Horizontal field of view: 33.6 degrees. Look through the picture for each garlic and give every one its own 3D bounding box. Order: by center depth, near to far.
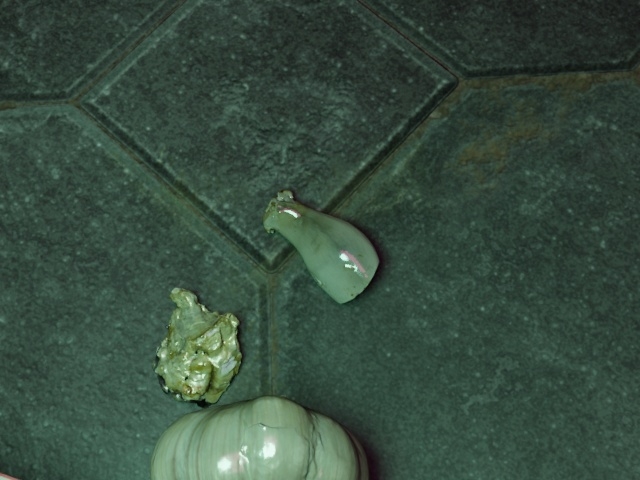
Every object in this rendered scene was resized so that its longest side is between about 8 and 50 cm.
[{"bbox_3d":[-0.083,0.334,1.517,0.322,0.322,0.241,-26,76,-6],"label":"garlic"}]

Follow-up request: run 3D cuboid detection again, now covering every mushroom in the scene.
[{"bbox_3d":[0.000,0.000,1.743,0.225,0.093,0.116,45,99,11],"label":"mushroom"}]

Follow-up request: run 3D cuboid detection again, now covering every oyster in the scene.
[{"bbox_3d":[-0.206,0.164,1.704,0.163,0.081,0.191,-33,69,-4],"label":"oyster"}]

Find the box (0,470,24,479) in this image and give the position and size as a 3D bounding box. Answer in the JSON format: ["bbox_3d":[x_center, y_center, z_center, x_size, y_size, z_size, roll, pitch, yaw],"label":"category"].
[{"bbox_3d":[-0.473,0.470,1.439,0.312,0.314,0.300,7,66,33],"label":"box"}]
